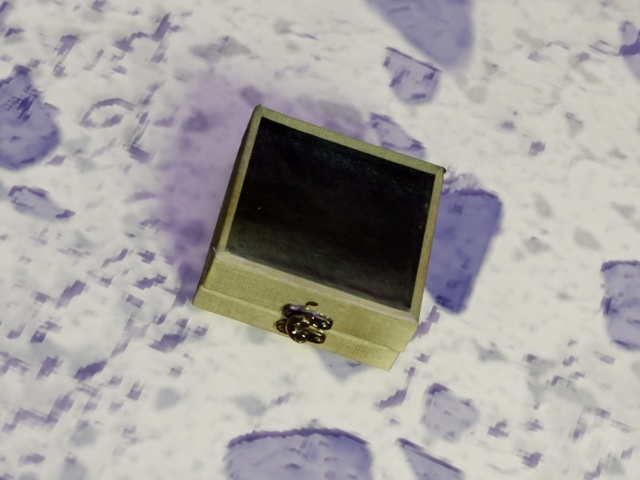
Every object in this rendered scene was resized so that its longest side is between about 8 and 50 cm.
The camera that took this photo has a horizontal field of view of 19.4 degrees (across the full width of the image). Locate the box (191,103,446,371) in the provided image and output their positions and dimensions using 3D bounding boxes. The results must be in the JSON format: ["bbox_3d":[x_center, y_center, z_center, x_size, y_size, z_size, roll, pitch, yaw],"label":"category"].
[{"bbox_3d":[0.000,0.000,0.694,0.079,0.035,0.083,18,50,-7],"label":"box"}]
